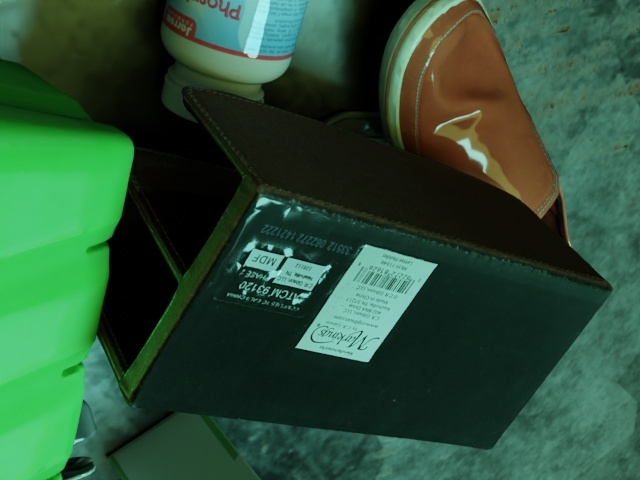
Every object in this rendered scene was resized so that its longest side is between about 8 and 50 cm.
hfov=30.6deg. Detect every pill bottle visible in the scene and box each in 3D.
[{"bbox_3d":[-0.051,-0.155,0.738,0.087,0.087,0.160,1,117,-34],"label":"pill bottle"}]

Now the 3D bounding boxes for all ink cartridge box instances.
[{"bbox_3d":[-0.066,0.256,0.949,0.093,0.154,0.212,-33,131,-14],"label":"ink cartridge box"}]

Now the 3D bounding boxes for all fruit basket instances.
[{"bbox_3d":[-0.296,0.068,0.581,0.392,0.283,0.392,-31,138,-33],"label":"fruit basket"}]

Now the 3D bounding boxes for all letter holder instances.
[{"bbox_3d":[0.000,0.000,0.775,0.302,0.214,0.152,15,117,-39],"label":"letter holder"}]

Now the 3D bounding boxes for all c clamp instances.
[{"bbox_3d":[0.045,-0.038,0.923,0.161,0.022,0.137,5,115,-37],"label":"c clamp"}]

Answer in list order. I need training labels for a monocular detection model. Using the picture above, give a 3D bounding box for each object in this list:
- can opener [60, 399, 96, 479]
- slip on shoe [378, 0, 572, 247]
[{"bbox_3d":[-0.292,0.188,0.823,0.280,0.074,0.093,-19,93,-25],"label":"can opener"},{"bbox_3d":[0.134,-0.055,0.904,0.123,0.101,0.331,-44,135,-21],"label":"slip on shoe"}]
